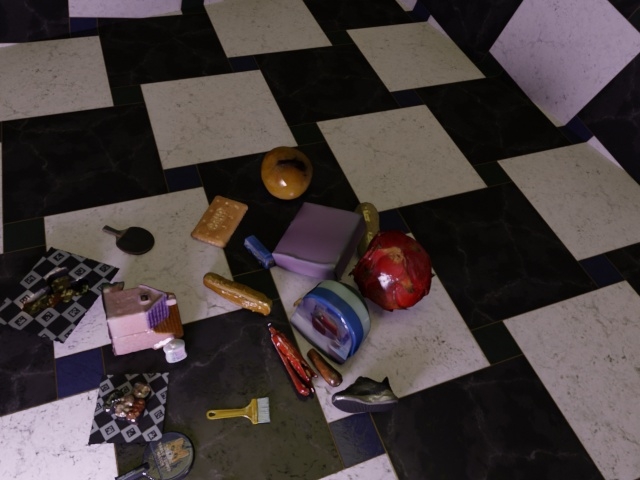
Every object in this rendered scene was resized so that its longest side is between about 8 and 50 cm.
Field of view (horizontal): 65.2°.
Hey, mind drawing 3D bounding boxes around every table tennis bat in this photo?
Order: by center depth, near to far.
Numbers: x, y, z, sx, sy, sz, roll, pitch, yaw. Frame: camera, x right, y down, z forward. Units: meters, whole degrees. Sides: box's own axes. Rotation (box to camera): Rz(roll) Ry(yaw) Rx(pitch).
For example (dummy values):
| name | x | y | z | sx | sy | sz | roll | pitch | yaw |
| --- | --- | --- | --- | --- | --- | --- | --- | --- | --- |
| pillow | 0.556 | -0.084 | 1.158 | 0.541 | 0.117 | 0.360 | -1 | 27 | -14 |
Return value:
| name | x | y | z | sx | sy | sz | roll | pitch | yaw |
| --- | --- | --- | --- | --- | --- | --- | --- | --- | --- |
| table tennis bat | -0.498 | 0.674 | 1.515 | 0.236 | 0.027 | 0.150 | -20 | 56 | -24 |
| table tennis bat | -0.773 | -0.013 | 2.011 | 0.220 | 0.019 | 0.130 | 22 | 52 | 7 |

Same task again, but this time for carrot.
| name | x | y | z | sx | sy | sz | roll | pitch | yaw |
| --- | --- | --- | --- | --- | --- | --- | --- | --- | --- |
| carrot | 0.013 | 0.442 | 1.745 | 0.055 | 0.055 | 0.161 | -32 | 60 | -27 |

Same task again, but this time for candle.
| name | x | y | z | sx | sy | sz | roll | pitch | yaw |
| --- | --- | --- | --- | --- | --- | --- | --- | --- | --- |
| candle | -0.107 | 0.407 | 1.751 | 0.084 | 0.059 | 0.301 | -21 | 57 | -33 |

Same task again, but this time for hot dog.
| name | x | y | z | sx | sy | sz | roll | pitch | yaw |
| --- | --- | --- | --- | --- | --- | --- | --- | --- | --- |
| hot dog | -0.309 | 0.195 | 1.879 | 0.289 | 0.083 | 0.068 | 24 | 34 | 11 |

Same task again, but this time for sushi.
| name | x | y | z | sx | sy | sz | roll | pitch | yaw |
| --- | --- | --- | --- | --- | --- | --- | --- | --- | --- |
| sushi | -0.608 | 0.519 | 1.592 | 0.220 | 0.047 | 0.231 | -1 | 49 | -7 |
| sushi | -0.932 | 0.204 | 1.802 | 0.320 | 0.068 | 0.339 | 13 | 52 | 13 |

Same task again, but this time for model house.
| name | x | y | z | sx | sy | sz | roll | pitch | yaw |
| --- | --- | --- | --- | --- | --- | --- | --- | --- | --- |
| model house | -0.606 | 0.236 | 1.712 | 0.238 | 0.237 | 0.202 | -9 | 47 | -19 |

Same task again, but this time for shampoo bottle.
| name | x | y | z | sx | sy | sz | roll | pitch | yaw |
| --- | --- | --- | --- | --- | --- | --- | --- | --- | --- |
| shampoo bottle | -0.493 | 0.371 | 1.699 | 0.072 | 0.099 | 0.043 | -17 | 56 | -19 |

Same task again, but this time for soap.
| name | x | y | z | sx | sy | sz | roll | pitch | yaw |
| --- | --- | --- | --- | --- | --- | --- | --- | --- | --- |
| soap | 0.000 | 0.000 | 1.986 | 0.285 | 0.107 | 0.296 | 15 | 58 | 27 |

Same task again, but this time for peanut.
| name | x | y | z | sx | sy | sz | roll | pitch | yaw |
| --- | --- | --- | --- | --- | --- | --- | --- | --- | --- |
| peanut | 0.191 | -0.033 | 2.093 | 0.111 | 0.125 | 0.274 | 15 | 56 | -24 |

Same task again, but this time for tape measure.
| name | x | y | z | sx | sy | sz | roll | pitch | yaw |
| --- | --- | --- | --- | --- | --- | --- | --- | --- | --- |
| tape measure | 0.047 | 0.268 | 1.766 | 0.259 | 0.262 | 0.138 | 37 | 46 | 19 |

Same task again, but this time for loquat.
| name | x | y | z | sx | sy | sz | roll | pitch | yaw |
| --- | --- | --- | --- | --- | --- | --- | --- | --- | --- |
| loquat | -0.146 | -0.294 | 2.181 | 0.235 | 0.235 | 0.235 | 4 | 52 | -5 |

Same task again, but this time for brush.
| name | x | y | z | sx | sy | sz | roll | pitch | yaw |
| --- | --- | --- | --- | --- | --- | --- | --- | --- | --- |
| brush | -0.269 | 0.563 | 1.639 | 0.205 | 0.011 | 0.083 | -2 | 54 | -8 |

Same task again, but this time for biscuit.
| name | x | y | z | sx | sy | sz | roll | pitch | yaw |
| --- | --- | --- | --- | --- | --- | --- | --- | --- | --- |
| biscuit | -0.422 | -0.085 | 2.105 | 0.160 | 0.030 | 0.249 | 19 | 52 | 7 |

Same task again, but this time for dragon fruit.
| name | x | y | z | sx | sy | sz | roll | pitch | yaw |
| --- | --- | --- | --- | --- | --- | --- | --- | --- | --- |
| dragon fruit | 0.270 | 0.115 | 1.889 | 0.301 | 0.296 | 0.295 | 47 | 53 | -15 |

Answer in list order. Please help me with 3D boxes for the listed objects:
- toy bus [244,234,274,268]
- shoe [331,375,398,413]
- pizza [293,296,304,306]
| name | x | y | z | sx | sy | sz | roll | pitch | yaw |
| --- | --- | --- | --- | --- | --- | --- | --- | --- | --- |
| toy bus | -0.246 | 0.046 | 2.010 | 0.051 | 0.061 | 0.153 | -29 | 59 | -32 |
| shoe | 0.147 | 0.513 | 1.687 | 0.228 | 0.099 | 0.112 | 5 | 45 | -9 |
| pizza | -0.069 | 0.236 | 1.915 | 0.083 | 0.016 | 0.037 | -22 | 57 | -27 |
